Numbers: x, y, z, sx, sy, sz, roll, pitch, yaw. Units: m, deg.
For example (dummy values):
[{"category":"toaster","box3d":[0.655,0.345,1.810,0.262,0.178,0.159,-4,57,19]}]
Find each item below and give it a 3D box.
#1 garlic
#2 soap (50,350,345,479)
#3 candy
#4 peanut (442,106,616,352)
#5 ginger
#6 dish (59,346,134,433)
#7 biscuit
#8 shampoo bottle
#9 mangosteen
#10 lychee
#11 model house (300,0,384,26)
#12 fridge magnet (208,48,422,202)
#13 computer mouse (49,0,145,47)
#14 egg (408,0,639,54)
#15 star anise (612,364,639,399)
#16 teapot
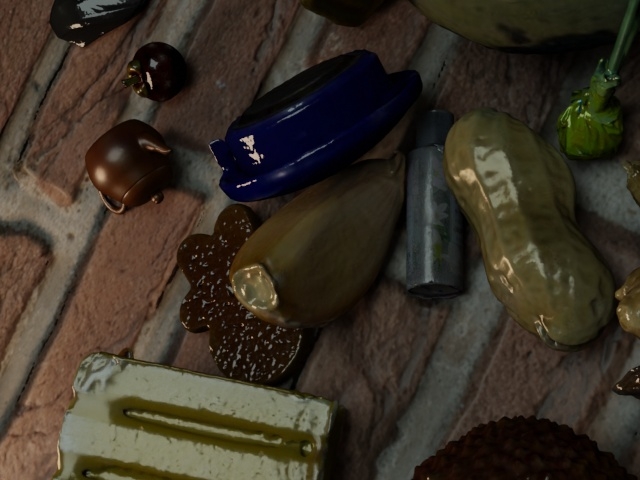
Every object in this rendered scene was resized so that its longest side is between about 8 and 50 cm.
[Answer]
[{"category":"garlic","box3d":[0.003,0.001,1.534,0.145,0.164,0.245,42,76,12]},{"category":"soap","box3d":[-0.142,0.251,1.535,0.314,0.091,0.199,9,79,12]},{"category":"candy","box3d":[0.295,-0.169,1.369,0.073,0.262,0.077,9,61,3]},{"category":"peanut","box3d":[0.224,-0.014,1.435,0.130,0.130,0.290,-28,66,22]},{"category":"ginger","box3d":[0.344,0.014,1.319,0.131,0.086,0.295,-8,34,7]},{"category":"dish","box3d":[-0.244,0.240,1.664,0.148,0.080,0.208,12,84,32]},{"category":"biscuit","box3d":[-0.093,0.073,1.646,0.180,0.039,0.236,-33,62,16]},{"category":"shampoo bottle","box3d":[0.132,-0.043,1.528,0.072,0.072,0.214,-7,72,29]},{"category":"mangosteen","box3d":[-0.219,-0.227,1.784,0.081,0.081,0.081,-9,72,29]},{"category":"lychee","box3d":[0.192,0.303,1.274,0.275,0.276,0.304,-34,30,18]},{"category":"model house","box3d":[0.024,-0.388,1.588,0.173,0.268,0.239,26,98,33]},{"category":"fridge magnet","box3d":[-0.005,-0.133,1.542,0.265,0.265,0.113,-24,106,23]},{"category":"computer mouse","box3d":[-0.321,-0.340,1.890,0.172,0.057,0.099,-17,66,23]},{"category":"egg","box3d":[0.258,-0.368,1.384,0.427,0.345,0.345,-6,73,18]},{"category":"star anise","box3d":[0.403,0.140,1.305,0.236,0.093,0.229,-19,61,21]},{"category":"teapot","box3d":[-0.245,-0.089,1.753,0.173,0.116,0.116,-45,54,44]}]
